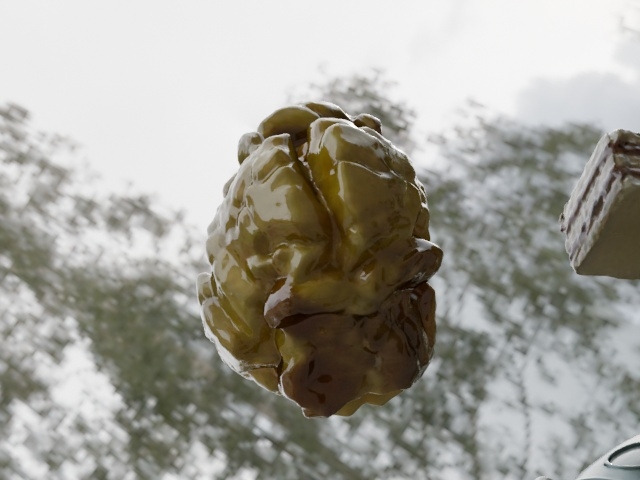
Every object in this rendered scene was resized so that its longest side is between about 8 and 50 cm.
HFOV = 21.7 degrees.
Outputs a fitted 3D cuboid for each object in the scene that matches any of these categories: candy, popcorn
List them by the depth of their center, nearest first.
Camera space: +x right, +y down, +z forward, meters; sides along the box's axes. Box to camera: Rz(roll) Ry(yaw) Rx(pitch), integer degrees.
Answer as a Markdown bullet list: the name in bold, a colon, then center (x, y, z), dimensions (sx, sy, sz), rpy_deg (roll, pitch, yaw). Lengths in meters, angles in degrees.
- **popcorn**: center (0.000, 0.000, 1.548), dimensions (0.265, 0.225, 0.332), rpy_deg (90, -177, -58)
- **candy**: center (0.509, -0.038, 2.300), dimensions (0.320, 0.135, 0.179), rpy_deg (5, -46, -13)

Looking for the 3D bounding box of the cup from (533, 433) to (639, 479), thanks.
- **cup**: center (0.273, 0.214, 1.252), dimensions (0.173, 0.299, 0.168), rpy_deg (-30, -67, -42)
